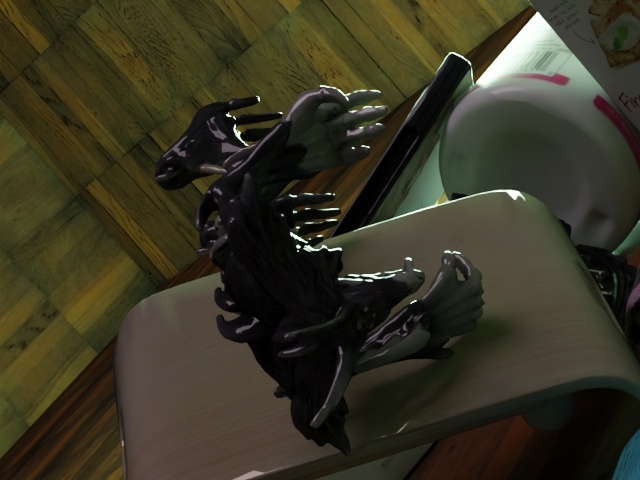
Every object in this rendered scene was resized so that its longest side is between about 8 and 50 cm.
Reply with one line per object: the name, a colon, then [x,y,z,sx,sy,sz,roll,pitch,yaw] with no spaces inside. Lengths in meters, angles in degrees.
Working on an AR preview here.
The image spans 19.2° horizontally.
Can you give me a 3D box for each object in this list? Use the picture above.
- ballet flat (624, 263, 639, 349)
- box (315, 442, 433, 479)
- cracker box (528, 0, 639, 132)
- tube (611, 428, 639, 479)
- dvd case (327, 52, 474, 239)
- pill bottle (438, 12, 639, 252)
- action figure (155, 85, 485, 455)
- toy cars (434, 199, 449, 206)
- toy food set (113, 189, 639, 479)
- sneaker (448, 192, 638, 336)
ballet flat: [0.232,0.020,1.021,0.079,0.077,0.221,-65,11,-23]
box: [-0.006,0.151,1.368,0.130,0.091,0.170,-46,9,-33]
cracker box: [0.248,-0.157,1.303,0.067,0.232,0.155,-46,8,-34]
tube: [0.206,0.071,0.907,0.207,0.052,0.080,-43,0,33]
dvd case: [0.048,-0.012,1.473,0.253,0.022,0.180,-57,-13,-8]
pill bottle: [0.220,-0.114,1.489,0.160,0.160,0.283,-35,9,44]
action figure: [0.000,0.000,1.003,0.141,0.164,0.276,-27,25,-5]
toy cars: [0.101,0.025,1.619,0.176,0.087,0.393,-54,13,-7]
toy food set: [0.027,0.089,1.089,0.306,0.092,0.220,-17,29,1]
sneaker: [0.143,0.046,1.283,0.271,0.100,0.108,-126,48,-75]
